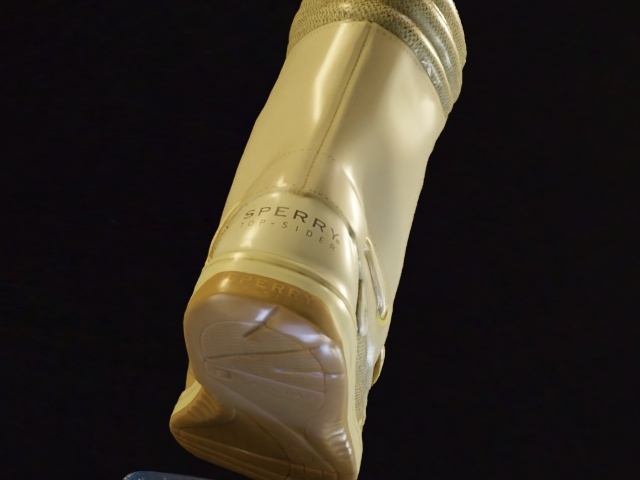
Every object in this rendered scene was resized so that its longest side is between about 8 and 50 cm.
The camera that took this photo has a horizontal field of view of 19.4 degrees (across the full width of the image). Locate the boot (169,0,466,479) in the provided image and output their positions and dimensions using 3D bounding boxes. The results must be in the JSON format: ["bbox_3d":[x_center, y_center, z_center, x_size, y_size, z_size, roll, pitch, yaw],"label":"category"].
[{"bbox_3d":[0.000,0.000,0.892,0.095,0.262,0.203,16,-115,7],"label":"boot"}]

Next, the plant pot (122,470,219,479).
[{"bbox_3d":[0.001,0.268,0.995,0.212,0.236,0.236,2,-113,5],"label":"plant pot"}]
